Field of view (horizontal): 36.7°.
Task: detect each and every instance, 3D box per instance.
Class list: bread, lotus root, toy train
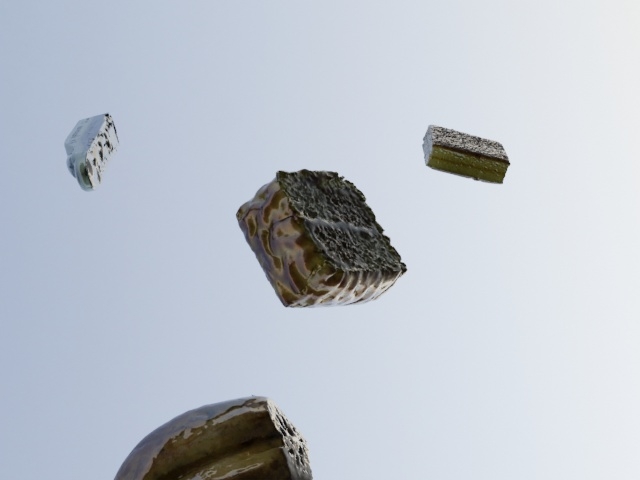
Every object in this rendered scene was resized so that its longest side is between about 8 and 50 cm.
[{"bbox_3d":[0.000,0.000,1.210,0.222,0.096,0.181,1,-128,-58],"label":"bread"},{"bbox_3d":[0.168,-0.100,1.121,0.090,0.094,0.035,-84,9,-67],"label":"bread"},{"bbox_3d":[-0.162,0.325,1.314,0.193,0.291,0.193,62,179,2],"label":"lotus root"},{"bbox_3d":[-0.290,-0.106,1.197,0.234,0.051,0.052,-101,-2,-69],"label":"toy train"}]
